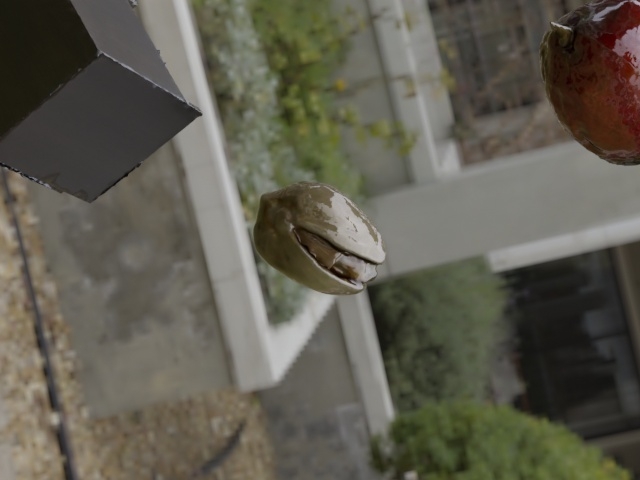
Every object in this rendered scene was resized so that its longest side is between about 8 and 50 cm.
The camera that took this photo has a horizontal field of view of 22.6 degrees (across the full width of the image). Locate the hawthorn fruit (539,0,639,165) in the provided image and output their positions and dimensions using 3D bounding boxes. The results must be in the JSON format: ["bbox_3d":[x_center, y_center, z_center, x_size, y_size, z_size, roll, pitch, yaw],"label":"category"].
[{"bbox_3d":[0.342,-0.205,1.923,0.251,0.189,0.189,31,36,-33],"label":"hawthorn fruit"}]

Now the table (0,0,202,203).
[{"bbox_3d":[-0.259,-0.160,1.562,0.169,0.172,0.193,59,15,24],"label":"table"}]

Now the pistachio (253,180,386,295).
[{"bbox_3d":[0.000,0.000,1.666,0.149,0.113,0.113,38,29,-30],"label":"pistachio"}]
